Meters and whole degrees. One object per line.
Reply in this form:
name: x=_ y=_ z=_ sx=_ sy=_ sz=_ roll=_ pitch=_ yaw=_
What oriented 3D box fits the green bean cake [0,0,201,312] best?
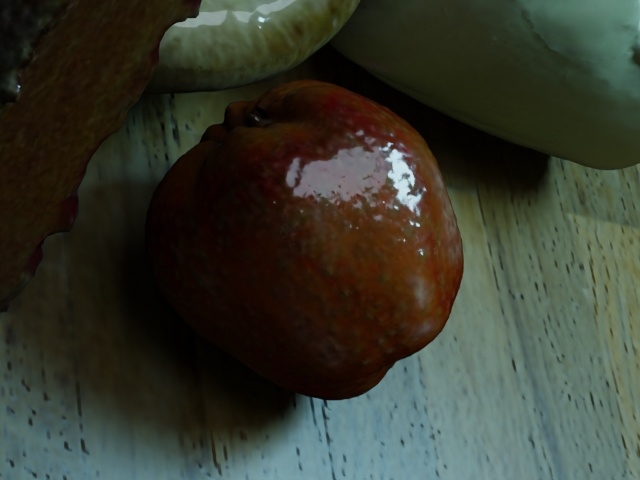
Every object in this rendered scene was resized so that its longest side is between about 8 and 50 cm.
green bean cake: x=-0.128 y=-0.108 z=0.758 sx=0.198 sy=0.233 sz=0.097 roll=52 pitch=24 yaw=6

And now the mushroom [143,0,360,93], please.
mushroom: x=-0.092 y=-0.191 z=0.898 sx=0.278 sy=0.146 sz=0.278 roll=6 pitch=74 yaw=-21

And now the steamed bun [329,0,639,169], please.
steamed bun: x=0.128 y=-0.147 z=0.997 sx=0.225 sy=0.170 sz=0.200 roll=22 pitch=92 yaw=-26

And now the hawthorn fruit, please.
hawthorn fruit: x=0.000 y=0.000 z=0.857 sx=0.138 sy=0.133 sz=0.133 roll=57 pitch=43 yaw=-13
